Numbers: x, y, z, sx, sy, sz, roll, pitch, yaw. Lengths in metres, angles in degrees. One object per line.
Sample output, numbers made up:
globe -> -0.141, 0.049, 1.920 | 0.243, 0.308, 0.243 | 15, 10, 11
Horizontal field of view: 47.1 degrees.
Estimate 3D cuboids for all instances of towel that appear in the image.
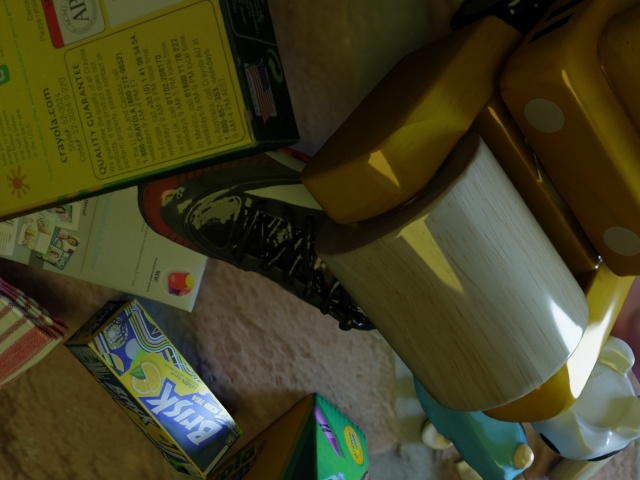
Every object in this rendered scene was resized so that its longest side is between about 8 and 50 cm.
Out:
towel -> -0.328, 0.047, 0.631 | 0.144, 0.029, 0.197 | -33, 110, 33

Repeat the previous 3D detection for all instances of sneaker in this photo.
sneaker -> 0.000, 0.000, 0.551 | 0.276, 0.135, 0.098 | 14, 113, -17

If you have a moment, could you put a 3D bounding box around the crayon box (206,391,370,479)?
crayon box -> -0.077, 0.288, 0.677 | 0.278, 0.165, 0.081 | -42, 107, 15

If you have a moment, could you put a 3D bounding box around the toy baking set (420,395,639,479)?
toy baking set -> 0.209, 0.155, 0.696 | 0.196, 0.030, 0.256 | 38, 108, -15

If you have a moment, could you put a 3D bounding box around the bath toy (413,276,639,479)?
bath toy -> 0.256, 0.085, 0.601 | 0.348, 0.129, 0.152 | -13, 74, -10

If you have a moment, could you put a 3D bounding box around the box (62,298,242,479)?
box -> -0.146, 0.133, 0.656 | 0.054, 0.059, 0.169 | -7, 124, 49

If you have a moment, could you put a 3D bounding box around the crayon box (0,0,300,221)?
crayon box -> -0.190, -0.124, 0.491 | 0.318, 0.081, 0.202 | -11, 95, 20

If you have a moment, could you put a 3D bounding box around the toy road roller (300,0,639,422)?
toy road roller -> 0.175, -0.061, 0.443 | 0.202, 0.329, 0.240 | 51, 149, -18

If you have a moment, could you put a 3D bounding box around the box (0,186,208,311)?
box -> -0.176, -0.033, 0.608 | 0.186, 0.038, 0.145 | 17, 112, -7
